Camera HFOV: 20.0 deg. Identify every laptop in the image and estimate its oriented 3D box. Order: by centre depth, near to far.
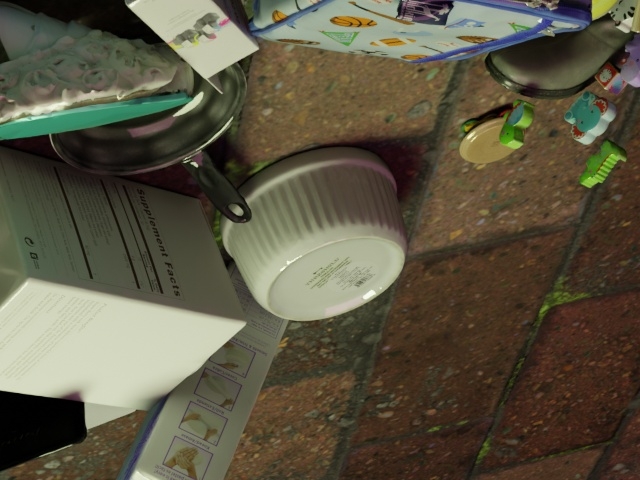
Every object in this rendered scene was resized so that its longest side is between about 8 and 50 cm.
[{"bbox_3d":[-0.412,0.270,2.068,0.382,0.236,0.408,-21,150,1],"label":"laptop"}]

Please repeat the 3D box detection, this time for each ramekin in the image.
[{"bbox_3d":[0.000,0.000,2.018,0.207,0.109,0.207,-16,149,-10],"label":"ramekin"}]

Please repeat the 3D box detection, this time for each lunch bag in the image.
[{"bbox_3d":[0.088,-0.217,1.526,0.243,0.115,0.303,8,177,-24],"label":"lunch bag"}]

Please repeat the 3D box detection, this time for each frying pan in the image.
[{"bbox_3d":[-0.127,-0.121,1.801,0.197,0.053,0.326,-39,146,27],"label":"frying pan"}]

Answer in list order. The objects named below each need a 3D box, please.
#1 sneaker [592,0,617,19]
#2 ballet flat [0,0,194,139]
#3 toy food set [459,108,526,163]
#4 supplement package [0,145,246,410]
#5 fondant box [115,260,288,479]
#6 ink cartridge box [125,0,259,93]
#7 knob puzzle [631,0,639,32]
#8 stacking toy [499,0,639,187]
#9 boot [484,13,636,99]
[{"bbox_3d":[0.272,-0.322,1.579,0.145,0.147,0.384,-19,147,-20],"label":"sneaker"},{"bbox_3d":[-0.314,-0.137,1.578,0.409,0.147,0.147,-15,149,-11],"label":"ballet flat"},{"bbox_3d":[0.194,-0.117,2.039,0.083,0.020,0.082,-15,149,-9],"label":"toy food set"},{"bbox_3d":[-0.256,0.044,1.862,0.293,0.175,0.177,15,132,-46],"label":"supplement package"},{"bbox_3d":[-0.151,0.217,2.069,0.096,0.330,0.238,27,136,-6],"label":"fondant box"},{"bbox_3d":[-0.116,-0.217,1.601,0.061,0.104,0.181,-28,150,13],"label":"ink cartridge box"},{"bbox_3d":[0.370,-0.295,1.773,0.213,0.030,0.213,-21,122,-38],"label":"knob puzzle"},{"bbox_3d":[0.303,-0.153,1.863,0.167,0.052,0.221,21,117,-42],"label":"stacking toy"},{"bbox_3d":[0.293,-0.236,1.873,0.246,0.083,0.161,-8,138,-27],"label":"boot"}]
